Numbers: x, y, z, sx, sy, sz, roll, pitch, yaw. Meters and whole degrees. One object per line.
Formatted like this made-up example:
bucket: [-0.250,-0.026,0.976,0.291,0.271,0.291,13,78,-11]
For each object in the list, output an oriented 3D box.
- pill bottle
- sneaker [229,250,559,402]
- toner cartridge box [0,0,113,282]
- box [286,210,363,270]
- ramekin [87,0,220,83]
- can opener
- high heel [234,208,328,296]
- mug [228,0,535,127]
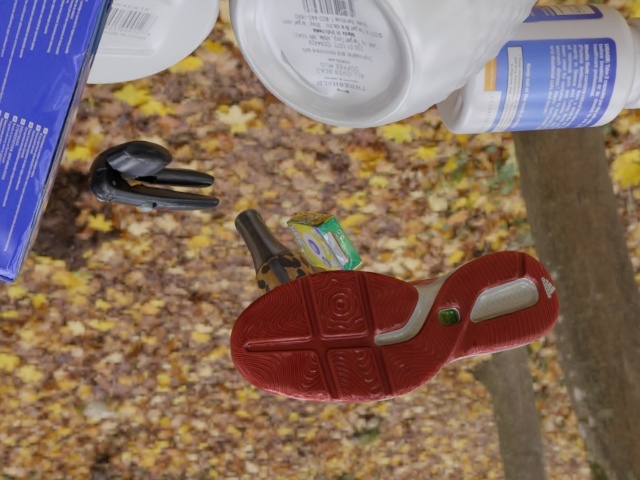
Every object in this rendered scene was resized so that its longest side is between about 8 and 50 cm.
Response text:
pill bottle: [0.289,-0.214,1.003,0.271,0.152,0.152,-4,163,-8]
sneaker: [0.040,0.071,0.549,0.221,0.087,0.128,-5,161,-17]
toner cartridge box: [-0.273,-0.138,0.642,0.165,0.075,0.348,21,121,-15]
box: [0.000,0.000,1.468,0.043,0.105,0.179,-37,-163,-14]
ramekin: [-0.252,-0.308,0.957,0.277,0.135,0.277,-17,161,-6]
can opener: [-0.160,-0.054,0.809,0.073,0.059,0.186,-7,169,25]
high heel: [-0.009,0.092,0.997,0.093,0.186,0.261,-37,127,0]
mug: [0.026,-0.286,0.745,0.374,0.328,0.276,21,145,13]
